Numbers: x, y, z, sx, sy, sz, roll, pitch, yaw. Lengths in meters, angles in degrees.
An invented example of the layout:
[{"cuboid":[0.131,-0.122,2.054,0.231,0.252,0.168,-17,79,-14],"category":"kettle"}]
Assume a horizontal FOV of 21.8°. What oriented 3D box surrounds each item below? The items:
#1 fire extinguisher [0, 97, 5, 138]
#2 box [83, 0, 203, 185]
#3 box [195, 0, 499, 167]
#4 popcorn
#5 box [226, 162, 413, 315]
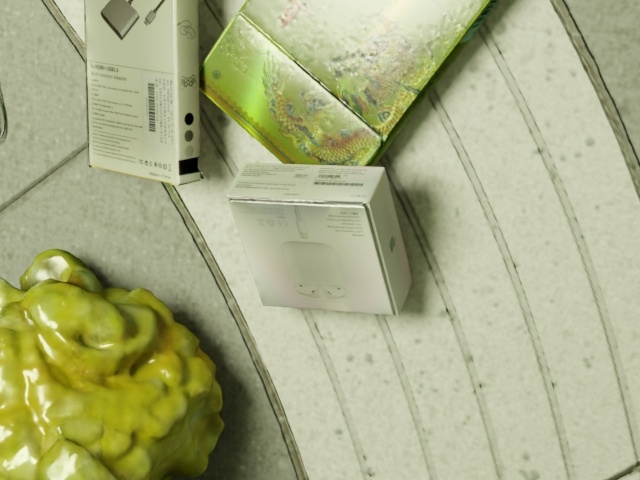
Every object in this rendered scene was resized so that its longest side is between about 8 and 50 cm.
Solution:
[{"cuboid":[-0.317,-0.123,1.562,0.038,0.025,0.083,-3,102,0],"category":"fire extinguisher"},{"cuboid":[-0.157,-0.177,1.455,0.129,0.033,0.247,15,109,43],"category":"box"},{"cuboid":[0.040,-0.197,1.382,0.173,0.043,0.311,42,115,8],"category":"box"},{"cuboid":[-0.228,0.143,1.465,0.242,0.250,0.234,20,117,19],"category":"popcorn"},{"cuboid":[0.000,0.000,1.413,0.130,0.051,0.129,4,133,23],"category":"box"}]
